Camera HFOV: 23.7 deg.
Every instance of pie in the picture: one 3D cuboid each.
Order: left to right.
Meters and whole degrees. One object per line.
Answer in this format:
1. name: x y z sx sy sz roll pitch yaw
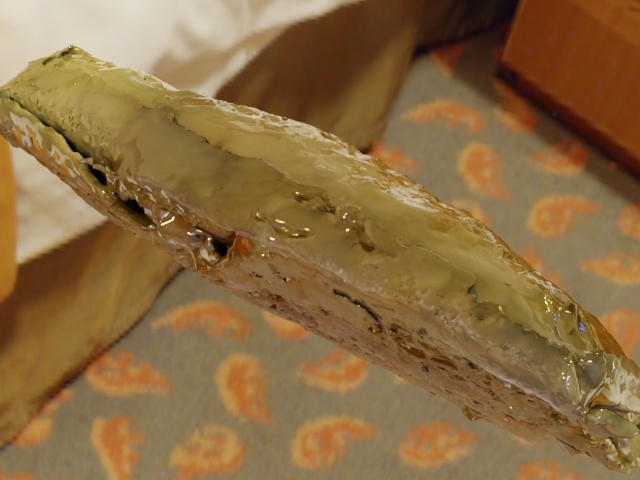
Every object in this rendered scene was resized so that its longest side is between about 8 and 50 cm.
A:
1. pie: 0.000 0.000 0.528 0.282 0.128 0.068 30 88 33
